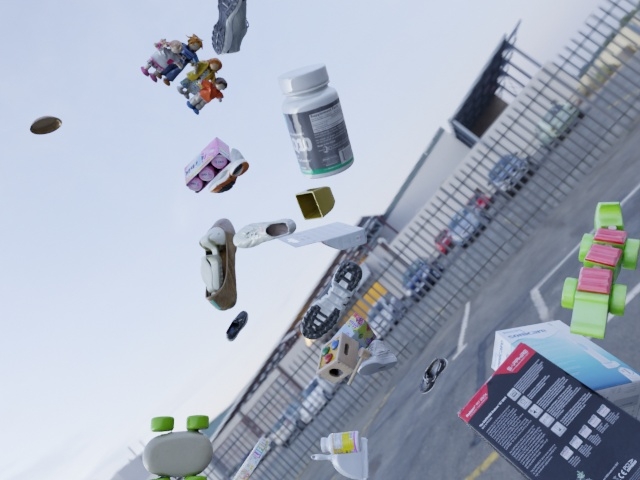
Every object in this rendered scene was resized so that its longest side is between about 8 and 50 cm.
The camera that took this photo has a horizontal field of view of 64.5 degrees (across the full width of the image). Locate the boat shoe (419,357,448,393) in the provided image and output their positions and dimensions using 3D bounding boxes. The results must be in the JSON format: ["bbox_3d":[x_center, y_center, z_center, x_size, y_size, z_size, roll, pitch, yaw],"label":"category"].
[{"bbox_3d":[0.320,0.390,1.468,0.038,0.046,0.125,21,-68,-36],"label":"boat shoe"}]

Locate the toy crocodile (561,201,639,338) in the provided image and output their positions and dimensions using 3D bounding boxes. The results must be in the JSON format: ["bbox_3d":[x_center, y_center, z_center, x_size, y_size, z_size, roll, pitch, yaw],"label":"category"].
[{"bbox_3d":[0.587,0.058,1.059,0.340,0.115,0.105,-55,-42,-30],"label":"toy crocodile"}]

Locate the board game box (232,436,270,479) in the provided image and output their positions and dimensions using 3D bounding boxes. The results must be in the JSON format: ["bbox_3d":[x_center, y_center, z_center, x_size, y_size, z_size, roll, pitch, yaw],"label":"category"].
[{"bbox_3d":[-0.190,0.580,1.271,0.154,0.026,0.103,-57,-5,15],"label":"board game box"}]

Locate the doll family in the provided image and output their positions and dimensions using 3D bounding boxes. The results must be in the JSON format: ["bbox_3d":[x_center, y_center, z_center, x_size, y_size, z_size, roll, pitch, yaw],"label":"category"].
[{"bbox_3d":[-0.380,-0.502,1.459,0.163,0.118,0.263,-35,-39,19],"label":"doll family"}]

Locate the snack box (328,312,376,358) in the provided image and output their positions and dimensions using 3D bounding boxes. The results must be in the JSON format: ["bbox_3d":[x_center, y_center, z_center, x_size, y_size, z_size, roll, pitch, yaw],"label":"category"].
[{"bbox_3d":[0.122,0.422,2.083,0.207,0.070,0.174,-47,-38,-10],"label":"snack box"}]

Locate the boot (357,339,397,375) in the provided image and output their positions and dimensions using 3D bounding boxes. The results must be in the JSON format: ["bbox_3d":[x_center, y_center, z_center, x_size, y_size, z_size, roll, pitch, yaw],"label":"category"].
[{"bbox_3d":[0.216,0.493,2.157,0.258,0.123,0.095,10,-52,-50],"label":"boot"}]

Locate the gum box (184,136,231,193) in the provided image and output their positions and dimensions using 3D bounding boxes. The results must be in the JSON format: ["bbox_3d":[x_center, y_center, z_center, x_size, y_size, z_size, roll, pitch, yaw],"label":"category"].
[{"bbox_3d":[-0.406,-0.264,1.803,0.188,0.107,0.062,-39,-49,19],"label":"gum box"}]

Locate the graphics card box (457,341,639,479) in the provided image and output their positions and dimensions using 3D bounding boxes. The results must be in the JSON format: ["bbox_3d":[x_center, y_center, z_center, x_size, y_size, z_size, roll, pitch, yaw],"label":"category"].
[{"bbox_3d":[0.501,0.408,1.043,0.233,0.371,0.094,-46,-50,-7],"label":"graphics card box"}]

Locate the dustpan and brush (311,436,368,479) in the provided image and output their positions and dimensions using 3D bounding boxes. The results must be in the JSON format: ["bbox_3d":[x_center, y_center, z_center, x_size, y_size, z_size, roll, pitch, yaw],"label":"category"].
[{"bbox_3d":[0.071,0.819,1.911,0.060,0.211,0.147,104,168,-67],"label":"dustpan and brush"}]

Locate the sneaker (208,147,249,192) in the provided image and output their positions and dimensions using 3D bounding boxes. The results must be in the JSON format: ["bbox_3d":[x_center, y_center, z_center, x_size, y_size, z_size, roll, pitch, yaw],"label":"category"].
[{"bbox_3d":[-0.440,-0.324,2.369,0.262,0.121,0.099,-37,-22,28],"label":"sneaker"}]

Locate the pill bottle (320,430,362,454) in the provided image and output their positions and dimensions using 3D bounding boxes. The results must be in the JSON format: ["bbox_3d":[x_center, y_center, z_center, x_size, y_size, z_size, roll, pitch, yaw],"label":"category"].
[{"bbox_3d":[0.045,0.437,1.092,0.083,0.043,0.043,-11,-3,11],"label":"pill bottle"}]

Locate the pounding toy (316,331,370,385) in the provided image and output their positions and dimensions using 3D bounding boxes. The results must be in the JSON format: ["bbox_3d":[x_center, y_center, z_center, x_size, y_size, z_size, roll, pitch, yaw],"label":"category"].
[{"bbox_3d":[0.077,0.416,1.782,0.206,0.094,0.181,-43,20,36],"label":"pounding toy"}]

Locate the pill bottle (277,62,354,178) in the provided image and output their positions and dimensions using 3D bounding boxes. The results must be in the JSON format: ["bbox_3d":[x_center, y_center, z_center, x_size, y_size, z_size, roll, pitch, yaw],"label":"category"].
[{"bbox_3d":[-0.018,-0.417,1.782,0.204,0.204,0.360,-41,-56,-40],"label":"pill bottle"}]

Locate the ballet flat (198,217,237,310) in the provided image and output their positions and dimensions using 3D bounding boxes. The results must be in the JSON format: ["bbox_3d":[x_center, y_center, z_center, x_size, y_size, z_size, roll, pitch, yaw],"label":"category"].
[{"bbox_3d":[-0.336,0.058,1.629,0.116,0.342,0.124,-19,-30,24],"label":"ballet flat"}]

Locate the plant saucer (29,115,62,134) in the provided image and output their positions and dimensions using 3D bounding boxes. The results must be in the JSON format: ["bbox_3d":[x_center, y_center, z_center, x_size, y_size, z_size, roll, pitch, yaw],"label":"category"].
[{"bbox_3d":[-0.747,-0.316,1.375,0.083,0.015,0.083,-28,-7,-4],"label":"plant saucer"}]

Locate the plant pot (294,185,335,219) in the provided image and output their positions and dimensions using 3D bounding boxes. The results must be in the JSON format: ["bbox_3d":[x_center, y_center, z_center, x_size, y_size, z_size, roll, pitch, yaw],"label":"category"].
[{"bbox_3d":[-0.007,-0.114,1.434,0.081,0.081,0.083,-3,25,48],"label":"plant pot"}]

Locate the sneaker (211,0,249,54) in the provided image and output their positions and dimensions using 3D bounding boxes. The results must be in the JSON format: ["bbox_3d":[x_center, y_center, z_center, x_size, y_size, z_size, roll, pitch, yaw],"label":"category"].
[{"bbox_3d":[-0.292,-0.766,1.734,0.108,0.100,0.271,-15,-34,-40],"label":"sneaker"}]

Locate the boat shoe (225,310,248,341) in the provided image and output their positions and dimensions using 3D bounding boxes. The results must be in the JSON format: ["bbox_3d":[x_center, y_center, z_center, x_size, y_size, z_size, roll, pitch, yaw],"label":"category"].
[{"bbox_3d":[-0.310,0.312,1.891,0.040,0.049,0.142,88,-159,-44],"label":"boat shoe"}]

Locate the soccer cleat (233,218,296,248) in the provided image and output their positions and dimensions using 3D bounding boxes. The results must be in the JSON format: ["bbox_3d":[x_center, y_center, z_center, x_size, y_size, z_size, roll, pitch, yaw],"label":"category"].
[{"bbox_3d":[-0.165,-0.023,1.444,0.196,0.068,0.076,-15,3,13],"label":"soccer cleat"}]

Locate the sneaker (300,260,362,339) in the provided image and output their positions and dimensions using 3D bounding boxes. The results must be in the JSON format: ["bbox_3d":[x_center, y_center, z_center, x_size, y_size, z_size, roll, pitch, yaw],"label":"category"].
[{"bbox_3d":[0.036,0.150,1.276,0.234,0.078,0.106,-57,-10,10],"label":"sneaker"}]

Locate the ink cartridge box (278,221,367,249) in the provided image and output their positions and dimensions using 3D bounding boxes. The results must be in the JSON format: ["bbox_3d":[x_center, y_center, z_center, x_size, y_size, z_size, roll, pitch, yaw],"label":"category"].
[{"bbox_3d":[0.000,0.000,1.595,0.233,0.066,0.189,-20,17,-21],"label":"ink cartridge box"}]

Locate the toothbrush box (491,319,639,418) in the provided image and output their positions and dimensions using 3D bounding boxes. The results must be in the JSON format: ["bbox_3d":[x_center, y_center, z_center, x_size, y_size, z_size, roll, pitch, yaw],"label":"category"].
[{"bbox_3d":[0.619,0.338,1.302,0.217,0.295,0.126,-7,-68,-16],"label":"toothbrush box"}]

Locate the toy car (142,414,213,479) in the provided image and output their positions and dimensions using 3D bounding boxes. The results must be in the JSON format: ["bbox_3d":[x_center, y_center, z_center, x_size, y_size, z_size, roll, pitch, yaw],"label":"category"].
[{"bbox_3d":[-0.329,0.496,1.170,0.188,0.149,0.154,121,149,-60],"label":"toy car"}]
